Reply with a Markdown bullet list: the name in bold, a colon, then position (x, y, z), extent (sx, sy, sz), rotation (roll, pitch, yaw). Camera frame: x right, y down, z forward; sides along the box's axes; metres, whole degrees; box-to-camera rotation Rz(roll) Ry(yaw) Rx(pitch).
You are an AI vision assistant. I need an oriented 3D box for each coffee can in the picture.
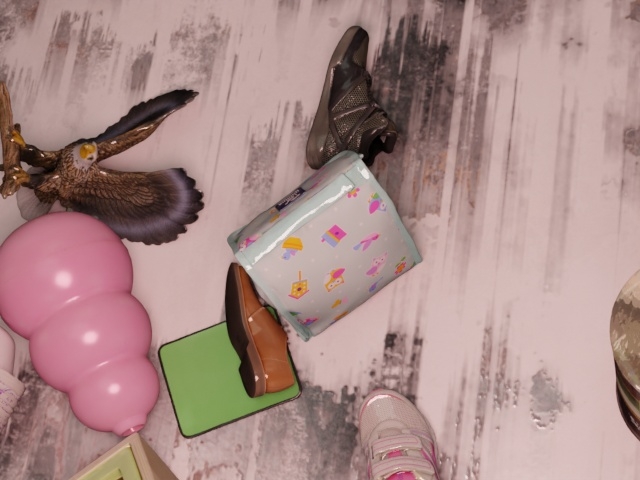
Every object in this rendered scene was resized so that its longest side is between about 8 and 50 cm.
- **coffee can**: position (0.466, 0.151, 1.741), extent (0.202, 0.275, 0.201), rotation (-5, 68, 12)

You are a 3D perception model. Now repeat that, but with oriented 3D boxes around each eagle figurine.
- **eagle figurine**: position (-0.334, -0.115, 2.114), extent (0.298, 0.225, 0.226), rotation (-1, 111, -17)

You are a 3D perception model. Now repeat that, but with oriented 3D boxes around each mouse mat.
- **mouse mat**: position (-0.133, 0.189, 2.020), extent (0.190, 0.007, 0.152), rotation (-21, 66, 6)

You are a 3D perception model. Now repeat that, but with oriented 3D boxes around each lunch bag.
- **lunch bag**: position (0.000, 0.000, 1.921), extent (0.223, 0.262, 0.160), rotation (-36, 66, -1)

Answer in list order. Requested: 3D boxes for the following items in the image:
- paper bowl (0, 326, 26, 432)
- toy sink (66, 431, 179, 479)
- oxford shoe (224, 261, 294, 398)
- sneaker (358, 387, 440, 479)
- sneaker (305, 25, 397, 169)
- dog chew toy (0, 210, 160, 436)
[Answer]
- **paper bowl**: position (-0.551, 0.158, 1.982), extent (0.284, 0.284, 0.148), rotation (22, 74, 20)
- **toy sink**: position (-0.252, 0.387, 1.844), extent (0.153, 0.131, 0.234), rotation (-35, 29, -1)
- **oxford shoe**: position (-0.089, 0.126, 2.004), extent (0.076, 0.076, 0.212), rotation (-6, 62, -22)
- **sneaker**: position (0.114, 0.308, 1.856), extent (0.103, 0.111, 0.252), rotation (-22, 66, 4)
- **sneaker**: position (0.066, -0.207, 2.084), extent (0.130, 0.087, 0.227), rotation (10, 75, 15)
- **dog chew toy**: position (-0.337, 0.126, 1.997), extent (0.207, 0.206, 0.331), rotation (-28, 74, 2)
